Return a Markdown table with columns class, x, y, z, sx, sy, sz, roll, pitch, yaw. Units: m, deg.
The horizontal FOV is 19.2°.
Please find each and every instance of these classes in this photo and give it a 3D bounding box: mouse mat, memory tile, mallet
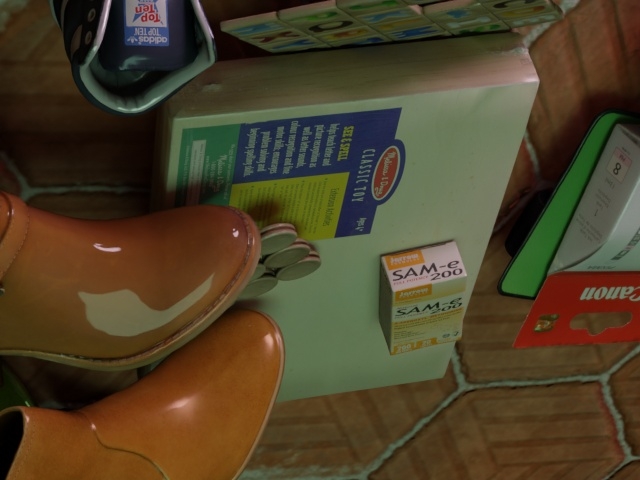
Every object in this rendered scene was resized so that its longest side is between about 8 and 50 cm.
| class | x | y | z | sx | sy | sz | roll | pitch | yaw |
| --- | --- | --- | --- | --- | --- | --- | --- | --- | --- |
| mouse mat | 0.242 | -0.023 | 1.591 | 0.152 | 0.007 | 0.190 | 9 | 121 | -39 |
| memory tile | -0.076 | 0.029 | 1.414 | 0.148 | 0.012 | 0.113 | -23 | 160 | 8 |
| mallet | 0.241 | 0.006 | 1.645 | 0.189 | 0.039 | 0.062 | 15 | 124 | -38 |

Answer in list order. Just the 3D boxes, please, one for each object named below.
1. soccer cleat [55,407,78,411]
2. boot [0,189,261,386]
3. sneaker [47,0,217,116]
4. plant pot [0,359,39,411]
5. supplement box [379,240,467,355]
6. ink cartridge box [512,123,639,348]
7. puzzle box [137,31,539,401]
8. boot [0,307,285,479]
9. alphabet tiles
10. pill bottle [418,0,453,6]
| class | x | y | z | sx | sy | sz | roll | pitch | yaw |
| --- | --- | --- | --- | --- | --- | --- | --- | --- | --- |
| soccer cleat | -0.168 | 0.165 | 1.628 | 0.072 | 0.060 | 0.179 | -58 | 144 | -2 |
| boot | -0.200 | -0.002 | 1.277 | 0.283 | 0.109 | 0.220 | -14 | 145 | 12 |
| sneaker | -0.114 | -0.209 | 1.191 | 0.099 | 0.153 | 0.282 | -3 | 135 | -19 |
| plant pot | -0.409 | 0.289 | 1.491 | 0.353 | 0.366 | 0.366 | -19 | 139 | 16 |
| supplement box | 0.081 | 0.047 | 1.506 | 0.062 | 0.036 | 0.098 | -13 | 146 | -7 |
| ink cartridge box | 0.289 | 0.011 | 1.609 | 0.189 | 0.066 | 0.232 | 0 | 122 | -34 |
| puzzle box | 0.000 | 0.000 | 1.484 | 0.272 | 0.052 | 0.409 | -6 | 145 | -14 |
| boot | -0.158 | 0.148 | 1.389 | 0.295 | 0.104 | 0.211 | -54 | 148 | -4 |
| alphabet tiles | 0.060 | -0.149 | 1.309 | 0.198 | 0.009 | 0.237 | -9 | 175 | 15 |
| pill bottle | 0.101 | -0.221 | 1.290 | 0.208 | 0.118 | 0.118 | -6 | 136 | -14 |
